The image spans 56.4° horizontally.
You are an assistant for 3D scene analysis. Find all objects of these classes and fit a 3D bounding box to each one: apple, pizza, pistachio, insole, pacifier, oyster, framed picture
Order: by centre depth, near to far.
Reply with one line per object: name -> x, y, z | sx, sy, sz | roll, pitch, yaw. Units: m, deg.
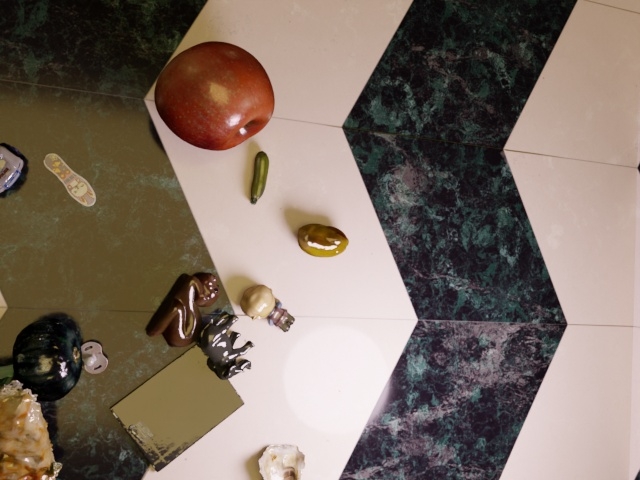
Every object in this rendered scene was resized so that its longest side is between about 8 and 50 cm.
pizza -> -0.874, 0.607, 1.596 | 0.435, 0.080, 0.391 | -33, 130, -6
pacifier -> -0.683, 0.354, 1.770 | 0.082, 0.078, 0.099 | -24, 97, -5
apple -> -0.310, -0.423, 1.785 | 0.349, 0.348, 0.277 | -36, 87, -16
insole -> -0.755, -0.184, 1.803 | 0.065, 0.004, 0.197 | -43, 102, -15
framed picture -> -0.443, 0.521, 1.879 | 0.339, 0.014, 0.255 | -37, 99, -17
oyster -> -0.136, 0.786, 1.939 | 0.162, 0.107, 0.232 | 6, 68, -13
pistachio -> 0.001, 0.003, 2.006 | 0.190, 0.100, 0.110 | 6, 108, -27

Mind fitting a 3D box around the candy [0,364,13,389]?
candy -> -0.943, 0.533, 1.636 | 0.263, 0.172, 0.397 | -8, 103, -15

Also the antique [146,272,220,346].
antique -> -0.408, 0.211, 1.847 | 0.143, 0.121, 0.256 | 34, 78, -23

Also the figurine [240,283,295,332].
figurine -> -0.168, 0.223, 1.948 | 0.196, 0.108, 0.114 | 38, 87, -32

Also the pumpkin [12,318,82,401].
pumpkin -> -0.757, 0.334, 1.665 | 0.163, 0.233, 0.232 | -8, 91, -14

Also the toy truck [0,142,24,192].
toy truck -> -0.946, -0.232, 1.649 | 0.213, 0.177, 0.161 | 36, 77, -14

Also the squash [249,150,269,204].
squash -> -0.201, -0.205, 1.967 | 0.052, 0.052, 0.183 | 11, 83, -18

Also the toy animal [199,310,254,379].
toy animal -> -0.299, 0.338, 1.880 | 0.146, 0.115, 0.245 | -45, 114, -33
